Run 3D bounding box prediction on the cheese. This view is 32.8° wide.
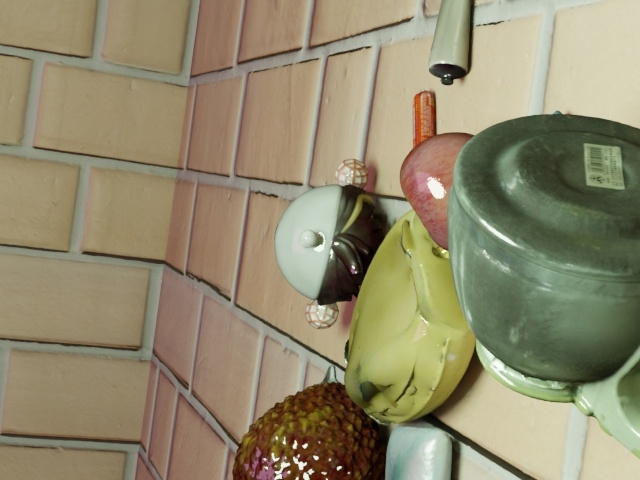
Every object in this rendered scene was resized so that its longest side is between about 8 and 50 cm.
[{"bbox_3d":[0.113,0.124,1.465,0.315,0.128,0.259,120,161,-44],"label":"cheese"}]

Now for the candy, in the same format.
[{"bbox_3d":[0.124,0.332,1.420,0.138,0.071,0.174,160,115,-68],"label":"candy"}]

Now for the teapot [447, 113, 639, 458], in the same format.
[{"bbox_3d":[0.267,0.045,1.001,0.239,0.322,0.239,-47,-30,-44],"label":"teapot"}]

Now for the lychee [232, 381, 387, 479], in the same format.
[{"bbox_3d":[-0.011,0.330,1.582,0.236,0.236,0.271,-62,1,45],"label":"lychee"}]

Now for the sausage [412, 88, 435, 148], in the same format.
[{"bbox_3d":[0.150,-0.163,1.583,0.034,0.034,0.129,139,135,-63],"label":"sausage"}]

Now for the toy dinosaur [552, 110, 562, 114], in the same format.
[{"bbox_3d":[0.263,-0.108,1.245,0.047,0.031,0.083,-111,33,-57],"label":"toy dinosaur"}]

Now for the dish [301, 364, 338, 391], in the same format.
[{"bbox_3d":[-0.023,0.321,1.821,0.236,0.086,0.227,-171,89,-70],"label":"dish"}]

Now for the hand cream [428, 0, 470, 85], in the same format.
[{"bbox_3d":[0.185,-0.303,1.518,0.087,0.054,0.186,140,141,-69],"label":"hand cream"}]

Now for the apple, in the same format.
[{"bbox_3d":[0.169,-0.062,1.326,0.120,0.153,0.153,-30,39,12],"label":"apple"}]

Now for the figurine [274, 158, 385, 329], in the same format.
[{"bbox_3d":[0.000,0.000,1.767,0.370,0.167,0.281,-163,85,-79],"label":"figurine"}]
